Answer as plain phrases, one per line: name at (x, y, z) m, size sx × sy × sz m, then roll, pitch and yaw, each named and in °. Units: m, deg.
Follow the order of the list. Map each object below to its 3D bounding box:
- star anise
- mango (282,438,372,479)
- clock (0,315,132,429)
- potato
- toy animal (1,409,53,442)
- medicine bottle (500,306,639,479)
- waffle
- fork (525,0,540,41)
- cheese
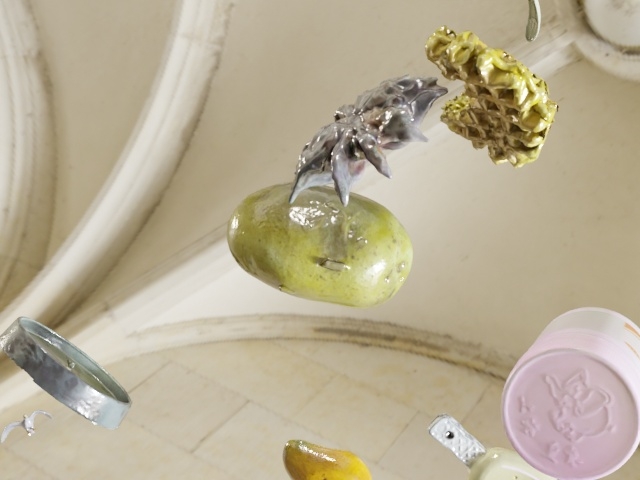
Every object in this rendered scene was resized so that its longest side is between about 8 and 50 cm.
star anise at (0.046, -0.122, 1.009) m, size 0.204 × 0.181 × 0.061 m, roll -25°, pitch -60°, yaw 28°
mango at (0.010, 0.411, 1.597) m, size 0.165 × 0.089 × 0.115 m, roll 12°, pitch -59°, yaw 8°
clock at (-0.472, 0.246, 1.708) m, size 0.280 × 0.280 × 0.055 m, roll 38°, pitch -96°, yaw 12°
potato at (0.000, 0.001, 1.211) m, size 0.228 × 0.197 × 0.149 m, roll 28°, pitch -46°, yaw 26°
toy animal at (-0.448, 0.282, 1.394) m, size 0.028 × 0.084 × 0.050 m, roll 60°, pitch -31°, yaw 9°
medicine bottle at (0.404, 0.226, 1.405) m, size 0.202 × 0.316 × 0.202 m, roll 3°, pitch -82°, yaw 23°
waffle at (0.173, -0.145, 0.942) m, size 0.149 × 0.051 × 0.194 m, roll 38°, pitch -8°, yaw 12°
fork at (0.253, -0.323, 1.113) m, size 0.034 × 0.028 × 0.219 m, roll 34°, pitch -20°, yaw 27°
cheese at (0.272, 0.367, 1.504) m, size 0.235 × 0.050 × 0.127 m, roll 43°, pitch -77°, yaw -13°
